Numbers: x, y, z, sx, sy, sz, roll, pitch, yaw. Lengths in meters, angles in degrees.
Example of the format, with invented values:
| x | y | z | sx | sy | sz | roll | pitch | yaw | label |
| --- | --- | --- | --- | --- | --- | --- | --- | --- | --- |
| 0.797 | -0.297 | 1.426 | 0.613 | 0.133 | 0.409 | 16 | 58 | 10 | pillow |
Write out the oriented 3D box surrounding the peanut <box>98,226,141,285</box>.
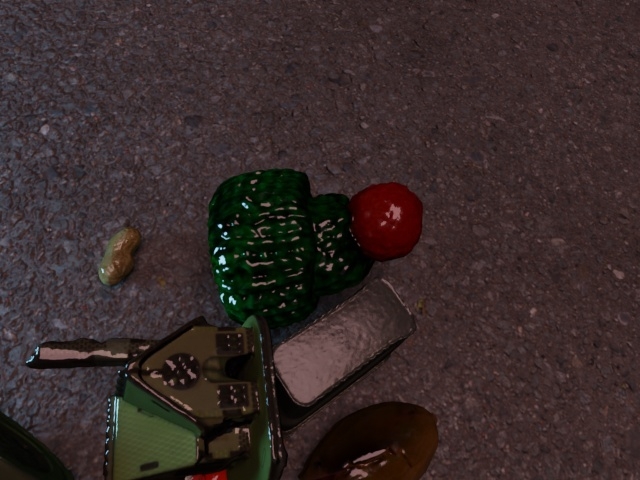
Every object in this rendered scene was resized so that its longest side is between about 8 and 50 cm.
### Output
| x | y | z | sx | sy | sz | roll | pitch | yaw | label |
| --- | --- | --- | --- | --- | --- | --- | --- | --- | --- |
| -0.345 | 0.025 | 0.816 | 0.054 | 0.054 | 0.113 | 14 | 62 | -5 | peanut |

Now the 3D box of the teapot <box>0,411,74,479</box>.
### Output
| x | y | z | sx | sy | sz | roll | pitch | yaw | label |
| --- | --- | --- | --- | --- | --- | --- | --- | --- | --- |
| -0.465 | 0.383 | 0.530 | 0.271 | 0.200 | 0.337 | 31 | 64 | 16 | teapot |

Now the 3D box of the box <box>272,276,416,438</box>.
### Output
| x | y | z | sx | sy | sz | roll | pitch | yaw | label |
| --- | --- | --- | --- | --- | --- | --- | --- | --- | --- |
| 0.009 | 0.177 | 0.744 | 0.274 | 0.178 | 0.138 | -31 | 74 | -24 | box |

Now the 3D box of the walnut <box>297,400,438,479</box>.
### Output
| x | y | z | sx | sy | sz | roll | pitch | yaw | label |
| --- | --- | --- | --- | --- | --- | --- | --- | --- | --- |
| 0.075 | 0.328 | 0.714 | 0.245 | 0.137 | 0.137 | -25 | 72 | -21 | walnut |

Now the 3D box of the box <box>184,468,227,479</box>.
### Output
| x | y | z | sx | sy | sz | roll | pitch | yaw | label |
| --- | --- | --- | --- | --- | --- | --- | --- | --- | --- |
| -0.203 | 0.316 | 0.692 | 0.152 | 0.048 | 0.100 | 35 | 56 | -3 | box |

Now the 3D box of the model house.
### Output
| x | y | z | sx | sy | sz | roll | pitch | yaw | label |
| --- | --- | --- | --- | --- | --- | --- | --- | --- | --- |
| -0.212 | 0.217 | 0.588 | 0.279 | 0.205 | 0.218 | 4 | 55 | -26 | model house |

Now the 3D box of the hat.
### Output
| x | y | z | sx | sy | sz | roll | pitch | yaw | label |
| --- | --- | --- | --- | --- | --- | --- | --- | --- | --- |
| 0.000 | 0.000 | 0.759 | 0.333 | 0.242 | 0.274 | -11 | 49 | 3 | hat |
